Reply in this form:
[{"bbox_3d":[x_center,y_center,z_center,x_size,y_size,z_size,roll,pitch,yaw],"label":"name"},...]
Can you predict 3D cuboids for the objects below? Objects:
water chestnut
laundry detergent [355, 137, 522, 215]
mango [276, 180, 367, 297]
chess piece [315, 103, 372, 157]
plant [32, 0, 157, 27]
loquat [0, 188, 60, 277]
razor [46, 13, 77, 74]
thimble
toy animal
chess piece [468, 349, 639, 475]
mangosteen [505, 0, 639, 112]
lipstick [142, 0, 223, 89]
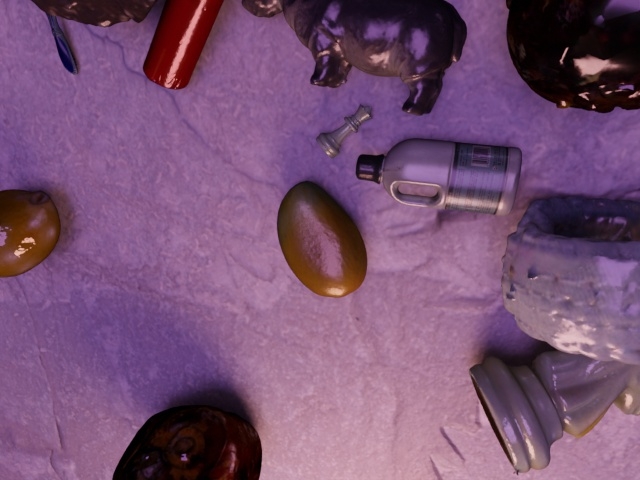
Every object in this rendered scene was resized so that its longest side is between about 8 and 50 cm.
[{"bbox_3d":[-0.246,0.449,0.856,0.289,0.289,0.244,-36,103,22],"label":"water chestnut"},{"bbox_3d":[0.163,-0.095,0.659,0.226,0.070,0.099,7,117,10],"label":"laundry detergent"},{"bbox_3d":[0.000,0.000,0.723,0.130,0.092,0.194,-15,101,20],"label":"mango"},{"bbox_3d":[0.040,-0.167,0.681,0.093,0.042,0.042,-38,97,18],"label":"chess piece"},{"bbox_3d":[-0.282,-0.456,0.569,0.216,0.213,0.312,-6,69,14],"label":"plant"},{"bbox_3d":[-0.557,-0.018,0.824,0.195,0.152,0.152,-40,96,20],"label":"loquat"},{"bbox_3d":[-0.424,-0.348,0.732,0.044,0.028,0.154,-2,109,14],"label":"razor"},{"bbox_3d":[0.367,0.039,0.585,0.250,0.205,0.171,2,109,18],"label":"thimble"},{"bbox_3d":[0.021,-0.294,0.605,0.343,0.106,0.168,34,115,4],"label":"toy animal"},{"bbox_3d":[0.396,0.220,0.692,0.298,0.175,0.175,-25,102,7],"label":"chess piece"},{"bbox_3d":[0.315,-0.282,0.487,0.232,0.231,0.288,-10,84,17],"label":"mangosteen"},{"bbox_3d":[-0.168,-0.330,0.617,0.073,0.073,0.279,40,129,-3],"label":"lipstick"}]
